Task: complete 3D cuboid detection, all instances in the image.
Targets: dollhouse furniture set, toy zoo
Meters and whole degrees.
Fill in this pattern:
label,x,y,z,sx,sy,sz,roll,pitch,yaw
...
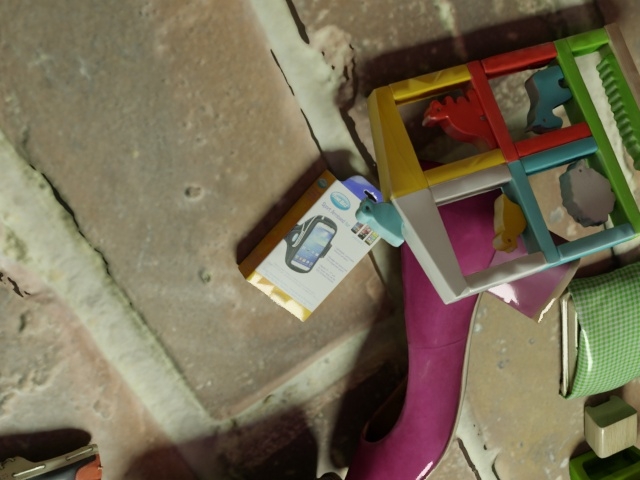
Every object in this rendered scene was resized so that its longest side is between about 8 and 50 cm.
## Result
label,x,y,z,sx,sy,sz,roll,pitch,yaw
dollhouse furniture set,0.386,0.172,1.133,0.197,0.151,0.301,-20,123,-15
toy zoo,0.166,-0.066,0.895,0.293,0.030,0.192,-17,80,-17

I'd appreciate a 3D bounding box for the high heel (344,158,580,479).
label,x,y,z,sx,sy,sz,roll,pitch,yaw
high heel,0.073,0.103,1.000,0.181,0.127,0.377,30,108,-6

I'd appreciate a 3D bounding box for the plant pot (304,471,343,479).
label,x,y,z,sx,sy,sz,roll,pitch,yaw
plant pot,-0.061,0.315,1.002,0.165,0.167,0.167,0,117,-17

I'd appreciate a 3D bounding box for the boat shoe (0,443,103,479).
label,x,y,z,sx,sy,sz,roll,pitch,yaw
boat shoe,-0.261,0.211,0.913,0.137,0.049,0.043,-5,77,-21

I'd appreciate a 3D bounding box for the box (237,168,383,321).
label,x,y,z,sx,sy,sz,roll,pitch,yaw
box,0.000,0.000,0.929,0.136,0.028,0.081,-48,126,3
